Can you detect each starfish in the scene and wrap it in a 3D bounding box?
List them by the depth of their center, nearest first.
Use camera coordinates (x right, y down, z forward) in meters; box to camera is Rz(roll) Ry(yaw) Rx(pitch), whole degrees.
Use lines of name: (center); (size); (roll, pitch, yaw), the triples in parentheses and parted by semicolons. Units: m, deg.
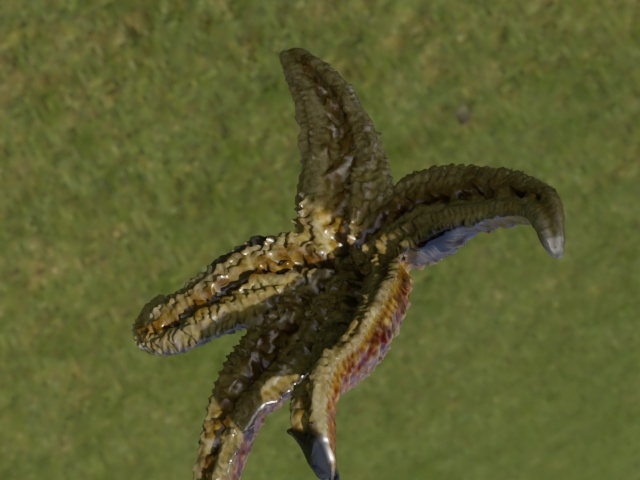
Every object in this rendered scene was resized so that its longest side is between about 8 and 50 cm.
starfish: (0.005, 0.005, 0.618); (0.213, 0.238, 0.057); (-28, 126, 32)
